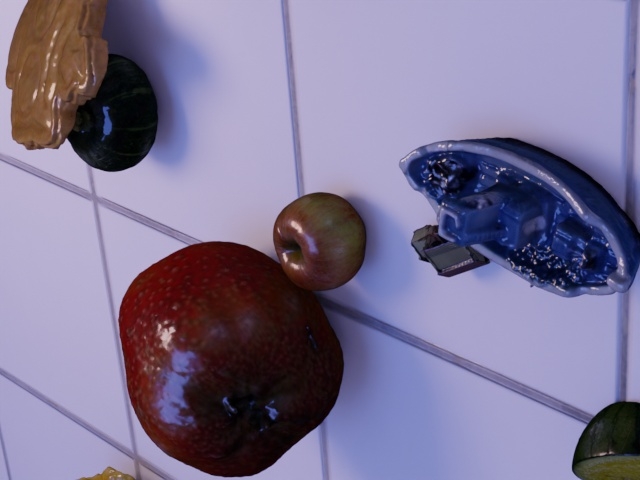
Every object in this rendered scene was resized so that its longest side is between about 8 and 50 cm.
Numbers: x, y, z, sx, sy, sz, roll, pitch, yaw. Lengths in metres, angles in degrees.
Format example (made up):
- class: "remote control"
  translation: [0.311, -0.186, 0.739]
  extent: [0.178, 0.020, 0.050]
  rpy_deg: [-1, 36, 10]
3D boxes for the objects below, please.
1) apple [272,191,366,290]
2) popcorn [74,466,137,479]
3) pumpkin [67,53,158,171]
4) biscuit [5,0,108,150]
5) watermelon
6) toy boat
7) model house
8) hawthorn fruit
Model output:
- class: "apple"
  translation: [0.002, 0.001, 1.724]
  extent: [0.126, 0.102, 0.126]
  rpy_deg: [30, 130, 44]
- class: "popcorn"
  translation: [-0.366, 0.506, 2.392]
  extent: [0.250, 0.190, 0.250]
  rpy_deg: [1, 97, 11]
- class: "pumpkin"
  translation: [-0.299, -0.181, 1.961]
  extent: [0.167, 0.125, 0.167]
  rpy_deg: [178, 90, -65]
- class: "biscuit"
  translation: [-0.376, -0.255, 1.945]
  extent: [0.376, 0.051, 0.269]
  rpy_deg: [26, 101, 60]
- class: "watermelon"
  translation: [0.336, 0.215, 1.506]
  extent: [0.092, 0.075, 0.181]
  rpy_deg: [26, 154, -25]
- class: "toy boat"
  translation: [0.199, -0.023, 1.437]
  extent: [0.309, 0.142, 0.129]
  rpy_deg: [32, 131, 36]
- class: "model house"
  translation: [0.148, 0.011, 1.602]
  extent: [0.083, 0.057, 0.058]
  rpy_deg: [-24, 119, 35]
- class: "hawthorn fruit"
  translation: [-0.144, 0.133, 1.849]
  extent: [0.369, 0.284, 0.285]
  rpy_deg: [43, 140, 43]
